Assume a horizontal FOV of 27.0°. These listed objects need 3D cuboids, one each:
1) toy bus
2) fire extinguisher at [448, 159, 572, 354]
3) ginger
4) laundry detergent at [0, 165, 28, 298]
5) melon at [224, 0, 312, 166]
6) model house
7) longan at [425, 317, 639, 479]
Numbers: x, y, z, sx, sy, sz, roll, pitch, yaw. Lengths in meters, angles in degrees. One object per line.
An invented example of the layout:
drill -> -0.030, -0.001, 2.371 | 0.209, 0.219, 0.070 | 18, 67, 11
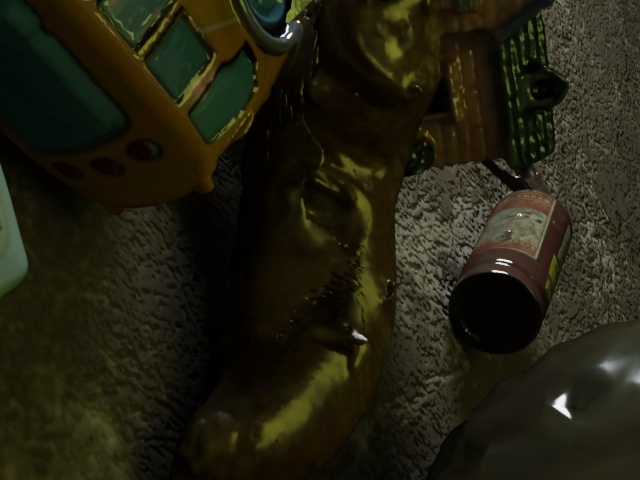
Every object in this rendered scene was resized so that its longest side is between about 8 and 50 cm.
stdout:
toy bus -> -0.110, -0.111, 0.622 | 0.209, 0.126, 0.136 | 51, 42, -35
fire extinguisher -> 0.165, -0.011, 1.118 | 0.106, 0.075, 0.252 | 63, 29, -16
ginger -> -0.002, -0.002, 0.720 | 0.133, 0.107, 0.309 | 149, -45, -77
laundry detergent -> -0.217, -0.078, 0.416 | 0.215, 0.105, 0.280 | -38, 109, -60
melon -> -0.021, -0.104, 0.825 | 0.160, 0.079, 0.128 | 5, 68, -61
model house -> 0.100, -0.141, 0.907 | 0.166, 0.172, 0.182 | -103, -172, -74
longan -> 0.219, 0.234, 0.738 | 0.391, 0.391, 0.391 | 40, 41, -46
